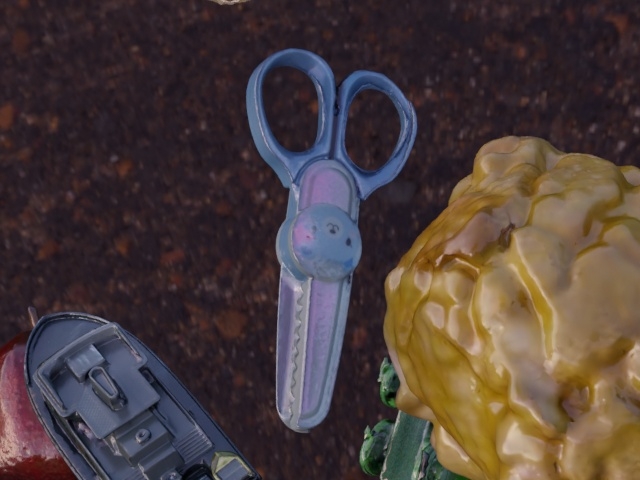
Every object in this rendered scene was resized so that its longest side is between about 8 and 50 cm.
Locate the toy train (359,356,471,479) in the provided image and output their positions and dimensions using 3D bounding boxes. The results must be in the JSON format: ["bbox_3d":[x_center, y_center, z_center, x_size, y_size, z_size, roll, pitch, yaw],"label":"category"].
[{"bbox_3d":[0.168,0.265,1.851,0.132,0.188,0.243,16,88,42],"label":"toy train"}]

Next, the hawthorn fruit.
[{"bbox_3d":[-0.342,0.205,1.663,0.215,0.215,0.250,-10,77,-1],"label":"hawthorn fruit"}]

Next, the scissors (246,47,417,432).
[{"bbox_3d":[0.000,0.000,0.866,0.125,0.030,0.256,12,75,-25],"label":"scissors"}]

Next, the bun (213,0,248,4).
[{"bbox_3d":[-0.042,-0.196,0.631,0.287,0.287,0.146,17,89,14],"label":"bun"}]

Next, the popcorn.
[{"bbox_3d":[0.242,0.087,1.208,0.354,0.344,0.390,-8,21,-23],"label":"popcorn"}]

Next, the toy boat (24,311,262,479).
[{"bbox_3d":[-0.165,0.144,1.066,0.114,0.122,0.296,-33,47,-17],"label":"toy boat"}]
